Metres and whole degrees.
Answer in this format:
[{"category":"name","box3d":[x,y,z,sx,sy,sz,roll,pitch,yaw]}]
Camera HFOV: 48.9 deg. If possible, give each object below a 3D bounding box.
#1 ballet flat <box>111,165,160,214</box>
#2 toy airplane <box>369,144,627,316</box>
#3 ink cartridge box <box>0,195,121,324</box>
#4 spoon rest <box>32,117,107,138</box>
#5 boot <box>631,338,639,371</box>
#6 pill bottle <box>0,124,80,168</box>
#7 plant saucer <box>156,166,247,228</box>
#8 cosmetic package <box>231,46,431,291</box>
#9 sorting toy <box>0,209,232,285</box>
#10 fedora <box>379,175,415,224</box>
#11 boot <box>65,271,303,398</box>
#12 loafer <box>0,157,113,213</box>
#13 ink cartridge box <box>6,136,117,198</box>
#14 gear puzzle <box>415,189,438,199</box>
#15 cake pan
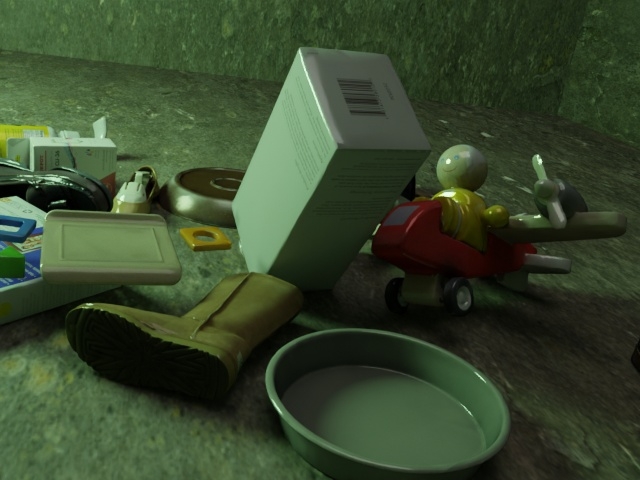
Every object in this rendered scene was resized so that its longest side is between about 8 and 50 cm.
[{"category":"ballet flat","box3d":[-0.369,-0.093,1.391,0.080,0.073,0.232,6,21,-6]},{"category":"toy airplane","box3d":[0.269,-0.029,1.209,0.386,0.272,0.384,-5,1,1]},{"category":"ink cartridge box","box3d":[-0.506,0.027,1.033,0.304,0.072,0.307,25,27,31]},{"category":"spoon rest","box3d":[-0.612,-0.221,1.605,0.276,0.084,0.137,-19,4,-43]},{"category":"boot","box3d":[0.527,0.176,1.021,0.082,0.106,0.219,7,21,-7]},{"category":"pill bottle","box3d":[-0.608,-0.178,1.449,0.209,0.119,0.119,-2,24,-29]},{"category":"plant saucer","box3d":[-0.197,-0.103,1.530,0.311,0.050,0.310,7,20,-3]},{"category":"cosmetic package","box3d":[-0.006,-0.090,1.078,0.155,0.365,0.196,-3,58,-26]},{"category":"sorting toy","box3d":[-0.299,0.019,1.004,0.348,0.047,0.196,2,25,-20]},{"category":"fedora","box3d":[0.084,-0.163,1.562,0.153,0.333,0.334,-15,7,31]},{"category":"boot","box3d":[-0.171,0.106,0.954,0.236,0.089,0.269,19,21,9]},{"category":"loafer","box3d":[-0.517,-0.077,1.280,0.303,0.109,0.095,12,39,24]},{"category":"ink cartridge box","box3d":[-0.514,-0.142,1.400,0.198,0.115,0.067,-3,24,-28]},{"category":"gear puzzle","box3d":[0.297,-0.024,1.552,0.176,0.044,0.339,10,23,-3]},{"category":"cake pan","box3d":[0.077,0.199,0.845,0.293,0.054,0.293,8,21,-3]}]
